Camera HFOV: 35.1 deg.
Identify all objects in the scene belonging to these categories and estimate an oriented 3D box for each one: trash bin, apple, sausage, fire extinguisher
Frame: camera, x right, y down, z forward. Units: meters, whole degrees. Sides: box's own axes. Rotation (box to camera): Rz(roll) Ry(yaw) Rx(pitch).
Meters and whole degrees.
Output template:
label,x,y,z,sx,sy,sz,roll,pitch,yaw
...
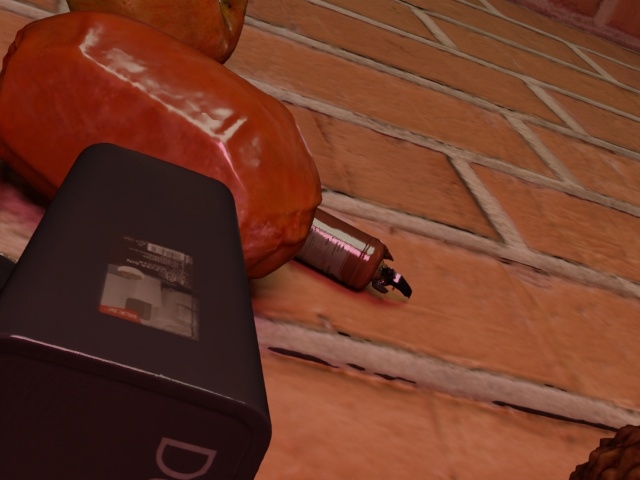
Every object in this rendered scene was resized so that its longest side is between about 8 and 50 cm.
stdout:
label,x,y,z,sx,sy,sz,roll,pitch,yaw
trash bin,-0.102,0.067,0.481,0.115,0.165,0.225,19,22,-12
apple,-0.171,-0.265,1.051,0.196,0.196,0.196,21,25,-10
sausage,-0.119,-0.068,0.743,0.268,0.153,0.141,31,19,12
fire extinguisher,0.000,0.000,0.851,0.177,0.050,0.062,29,-14,6

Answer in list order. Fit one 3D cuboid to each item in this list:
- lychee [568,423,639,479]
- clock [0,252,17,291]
label,x,y,z,sx,sy,sz,roll,pitch,yaw
lychee,0.210,0.178,0.535,0.188,0.188,0.188,21,25,-10
clock,-0.220,0.022,0.641,0.083,0.010,0.074,30,25,9
